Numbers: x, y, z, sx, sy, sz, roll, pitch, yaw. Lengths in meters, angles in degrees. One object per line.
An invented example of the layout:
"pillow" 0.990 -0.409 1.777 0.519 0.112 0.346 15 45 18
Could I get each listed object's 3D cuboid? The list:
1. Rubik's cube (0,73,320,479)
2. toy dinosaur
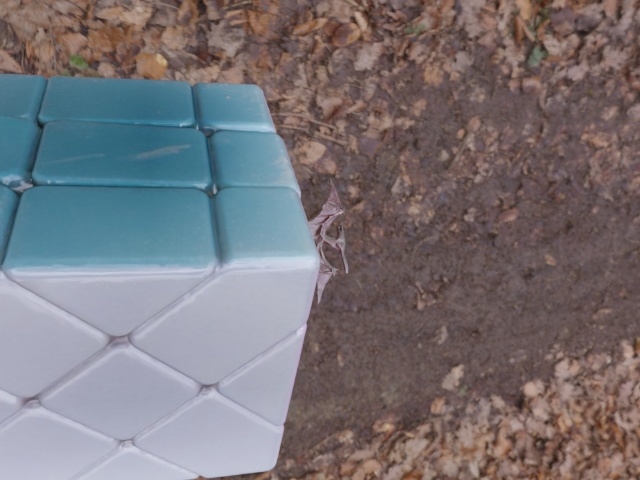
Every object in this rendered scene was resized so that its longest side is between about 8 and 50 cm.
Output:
"Rubik's cube" -0.204 0.038 0.634 0.322 0.316 0.318 0 130 -15
"toy dinosaur" 0.000 0.000 1.058 0.108 0.032 0.220 8 88 -9
